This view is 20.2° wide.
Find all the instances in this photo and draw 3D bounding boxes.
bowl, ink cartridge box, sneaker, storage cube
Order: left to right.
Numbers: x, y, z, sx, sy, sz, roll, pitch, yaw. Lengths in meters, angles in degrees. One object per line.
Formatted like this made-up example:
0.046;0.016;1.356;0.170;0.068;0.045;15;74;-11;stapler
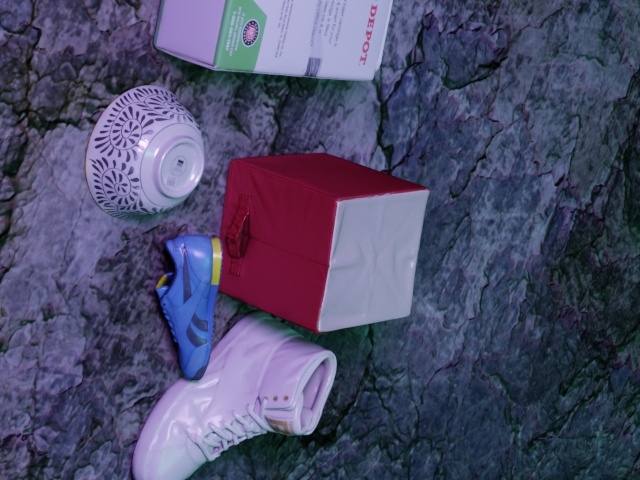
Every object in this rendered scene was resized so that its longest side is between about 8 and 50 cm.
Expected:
-0.194;-0.097;2.167;0.170;0.080;0.170;-21;120;-41;bowl
-0.175;0.085;2.291;0.082;0.069;0.209;0;120;-14;sneaker
-0.105;0.230;2.341;0.292;0.169;0.108;-51;139;-18;sneaker
-0.046;-0.314;2.204;0.289;0.122;0.211;0;106;-48;ink cartridge box
0.000;0.000;2.338;0.215;0.193;0.183;-8;112;-47;storage cube
